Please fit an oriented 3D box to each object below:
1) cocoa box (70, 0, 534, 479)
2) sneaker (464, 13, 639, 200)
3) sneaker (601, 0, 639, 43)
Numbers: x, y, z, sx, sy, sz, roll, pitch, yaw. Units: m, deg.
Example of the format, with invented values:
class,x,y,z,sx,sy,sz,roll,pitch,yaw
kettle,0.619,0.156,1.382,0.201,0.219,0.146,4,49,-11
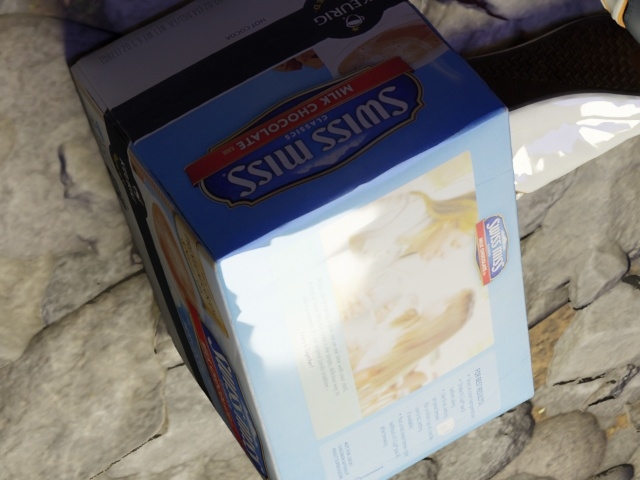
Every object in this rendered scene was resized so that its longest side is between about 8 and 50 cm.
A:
class,x,y,z,sx,sy,sz,roll,pitch,yaw
cocoa box,0.000,0.000,1.352,0.231,0.228,0.347,-28,142,-12
sneaker,0.201,-0.105,1.517,0.290,0.106,0.123,-11,141,-15
sneaker,0.323,-0.227,1.473,0.126,0.127,0.321,-54,165,30
